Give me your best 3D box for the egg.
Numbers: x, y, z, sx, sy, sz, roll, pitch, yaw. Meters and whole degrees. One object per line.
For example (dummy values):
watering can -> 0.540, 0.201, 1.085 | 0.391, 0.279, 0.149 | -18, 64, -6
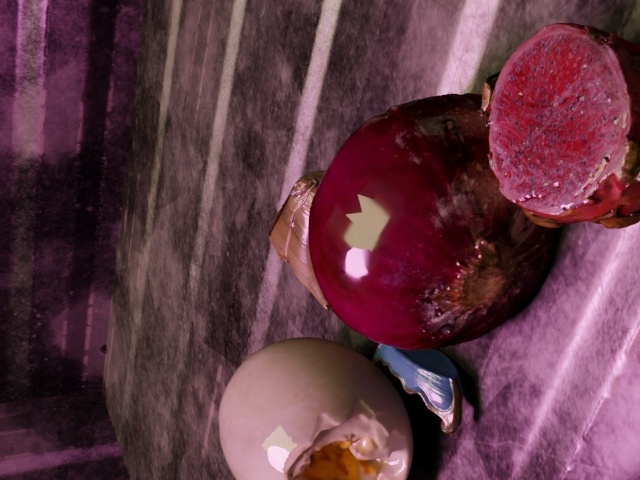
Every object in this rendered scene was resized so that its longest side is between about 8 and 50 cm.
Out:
egg -> -0.017, 0.287, 1.431 | 0.336, 0.279, 0.278 | -150, 60, -65

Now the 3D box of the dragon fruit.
dragon fruit -> 0.287, -0.101, 0.934 | 0.282, 0.147, 0.211 | 43, 122, 51

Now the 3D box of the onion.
onion -> 0.114, -0.027, 1.156 | 0.281, 0.260, 0.336 | -113, 31, -44

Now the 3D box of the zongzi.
zongzi -> 0.000, 0.000, 1.571 | 0.197, 0.099, 0.194 | 60, 145, 24

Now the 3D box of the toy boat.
toy boat -> 0.145, 0.201, 1.315 | 0.185, 0.075, 0.077 | 33, 120, 54
